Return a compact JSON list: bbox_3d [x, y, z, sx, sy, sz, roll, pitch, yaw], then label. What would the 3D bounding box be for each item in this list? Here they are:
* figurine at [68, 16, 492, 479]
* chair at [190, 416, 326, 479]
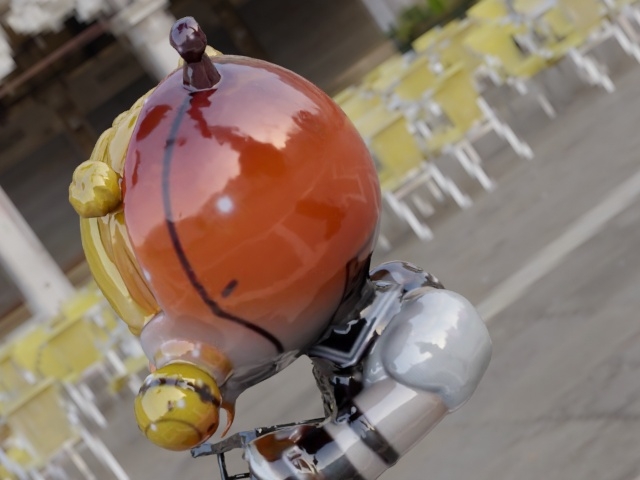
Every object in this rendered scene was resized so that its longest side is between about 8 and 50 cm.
[{"bbox_3d":[-0.034,0.007,1.155,0.196,0.323,0.320,-33,16,40],"label":"figurine"},{"bbox_3d":[0.010,0.195,1.329,0.106,0.113,0.229,-5,-9,-40],"label":"chair"}]
